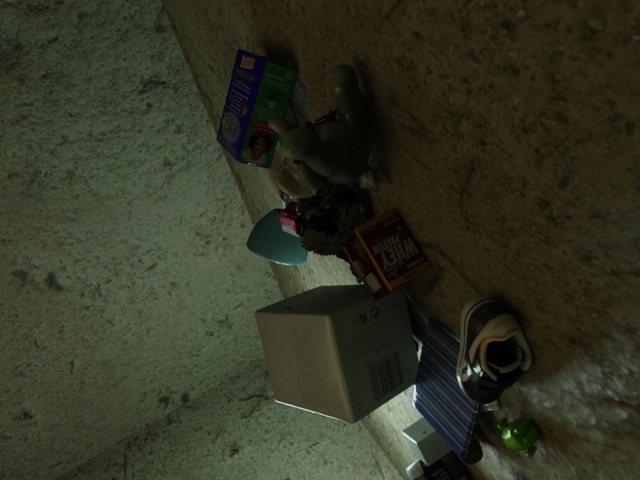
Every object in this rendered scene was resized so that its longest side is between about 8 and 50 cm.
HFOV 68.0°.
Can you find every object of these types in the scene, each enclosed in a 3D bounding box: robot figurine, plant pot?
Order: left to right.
[{"bbox_3d":[-0.179,-0.036,2.204,0.290,0.290,0.195,41,118,54],"label":"plant pot"},{"bbox_3d":[0.489,0.478,1.167,0.101,0.067,0.115,42,158,23],"label":"robot figurine"}]

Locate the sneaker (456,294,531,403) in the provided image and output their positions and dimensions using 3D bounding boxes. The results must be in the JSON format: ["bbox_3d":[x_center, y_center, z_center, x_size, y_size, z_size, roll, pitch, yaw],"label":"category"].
[{"bbox_3d":[0.383,0.280,1.058,0.127,0.126,0.321,-129,19,-55],"label":"sneaker"}]

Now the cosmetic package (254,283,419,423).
[{"bbox_3d":[0.051,0.338,1.542,0.394,0.329,0.327,-9,96,49],"label":"cosmetic package"}]

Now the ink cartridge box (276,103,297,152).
[{"bbox_3d":[-0.163,-0.424,1.724,0.212,0.093,0.154,42,156,56],"label":"ink cartridge box"}]

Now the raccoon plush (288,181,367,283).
[{"bbox_3d":[0.014,-0.075,1.554,0.299,0.216,0.446,-113,3,-47],"label":"raccoon plush"}]

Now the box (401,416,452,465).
[{"bbox_3d":[0.391,0.669,1.633,0.091,0.170,0.130,63,166,-3],"label":"box"}]

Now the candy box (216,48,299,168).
[{"bbox_3d":[-0.215,-0.430,1.537,0.268,0.122,0.317,45,123,51],"label":"candy box"}]

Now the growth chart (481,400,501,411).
[{"bbox_3d":[0.432,0.423,1.358,0.172,0.021,0.237,58,164,21],"label":"growth chart"}]

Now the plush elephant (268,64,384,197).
[{"bbox_3d":[-0.012,-0.240,1.190,0.255,0.272,0.330,13,159,39],"label":"plush elephant"}]

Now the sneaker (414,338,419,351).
[{"bbox_3d":[0.245,0.274,1.631,0.283,0.107,0.124,57,145,17],"label":"sneaker"}]

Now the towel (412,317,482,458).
[{"bbox_3d":[0.365,0.422,1.351,0.243,0.040,0.336,41,134,50],"label":"towel"}]

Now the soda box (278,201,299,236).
[{"bbox_3d":[-0.021,-0.049,1.727,0.263,0.083,0.092,22,144,29],"label":"soda box"}]

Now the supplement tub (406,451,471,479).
[{"bbox_3d":[0.483,0.950,1.777,0.316,0.193,0.193,56,164,27],"label":"supplement tub"}]

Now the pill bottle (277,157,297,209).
[{"bbox_3d":[-0.095,-0.213,1.790,0.130,0.130,0.245,55,164,26],"label":"pill bottle"}]

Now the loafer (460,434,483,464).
[{"bbox_3d":[0.417,0.564,1.496,0.092,0.102,0.268,20,-133,-81],"label":"loafer"}]

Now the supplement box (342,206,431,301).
[{"bbox_3d":[0.178,0.045,1.325,0.191,0.129,0.194,60,165,10],"label":"supplement box"}]

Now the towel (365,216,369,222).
[{"bbox_3d":[0.153,-0.036,1.503,0.083,0.009,0.060,64,166,-5],"label":"towel"}]
